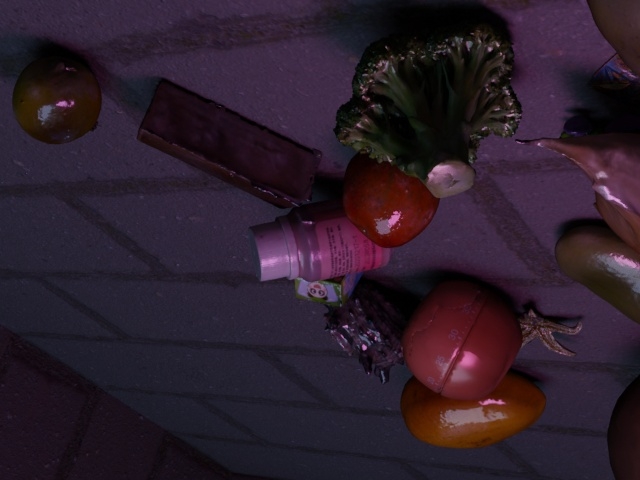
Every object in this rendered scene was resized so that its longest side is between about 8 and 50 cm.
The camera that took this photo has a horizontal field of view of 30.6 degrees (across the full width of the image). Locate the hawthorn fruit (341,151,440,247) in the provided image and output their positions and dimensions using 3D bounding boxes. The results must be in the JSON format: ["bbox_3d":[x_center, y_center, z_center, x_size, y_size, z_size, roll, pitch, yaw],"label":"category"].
[{"bbox_3d":[0.116,-0.072,1.933,0.172,0.173,0.173,15,156,7],"label":"hawthorn fruit"}]

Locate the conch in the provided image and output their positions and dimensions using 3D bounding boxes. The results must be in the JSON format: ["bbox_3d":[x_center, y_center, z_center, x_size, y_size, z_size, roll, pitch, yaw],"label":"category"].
[{"bbox_3d":[0.098,0.183,2.504,0.313,0.186,0.240,18,-169,-45],"label":"conch"}]

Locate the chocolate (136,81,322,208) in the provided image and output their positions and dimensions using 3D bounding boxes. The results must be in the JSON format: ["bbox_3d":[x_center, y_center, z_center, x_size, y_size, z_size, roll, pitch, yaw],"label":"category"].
[{"bbox_3d":[-0.163,-0.154,2.046,0.321,0.112,0.112,24,163,-13],"label":"chocolate"}]

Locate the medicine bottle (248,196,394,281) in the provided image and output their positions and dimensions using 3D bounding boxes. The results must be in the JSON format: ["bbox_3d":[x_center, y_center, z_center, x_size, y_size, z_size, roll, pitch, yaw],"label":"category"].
[{"bbox_3d":[0.000,0.000,2.096,0.247,0.147,0.147,-12,158,-11],"label":"medicine bottle"}]

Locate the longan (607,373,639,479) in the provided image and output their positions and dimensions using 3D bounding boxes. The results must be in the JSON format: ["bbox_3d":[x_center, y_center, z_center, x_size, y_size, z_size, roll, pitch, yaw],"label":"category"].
[{"bbox_3d":[0.754,0.395,2.246,0.404,0.405,0.336,22,-174,-7],"label":"longan"}]

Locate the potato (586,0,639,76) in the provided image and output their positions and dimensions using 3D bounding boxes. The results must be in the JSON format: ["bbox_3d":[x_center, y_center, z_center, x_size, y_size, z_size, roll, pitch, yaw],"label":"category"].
[{"bbox_3d":[0.441,-0.260,1.242,0.326,0.221,0.243,11,153,7],"label":"potato"}]

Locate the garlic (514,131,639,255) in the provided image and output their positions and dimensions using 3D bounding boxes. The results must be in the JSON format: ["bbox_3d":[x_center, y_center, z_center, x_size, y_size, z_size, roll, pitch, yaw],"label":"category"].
[{"bbox_3d":[0.427,-0.070,1.649,0.196,0.151,0.338,2,168,33],"label":"garlic"}]

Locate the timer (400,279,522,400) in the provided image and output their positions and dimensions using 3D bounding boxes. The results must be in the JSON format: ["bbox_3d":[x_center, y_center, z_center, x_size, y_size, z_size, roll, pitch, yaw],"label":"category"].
[{"bbox_3d":[0.278,0.197,2.321,0.215,0.230,0.230,32,157,7],"label":"timer"}]

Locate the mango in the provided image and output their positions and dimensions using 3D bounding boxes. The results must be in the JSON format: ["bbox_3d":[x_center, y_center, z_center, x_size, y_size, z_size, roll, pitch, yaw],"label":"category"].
[{"bbox_3d":[0.354,0.384,2.723,0.350,0.201,0.199,-8,171,32],"label":"mango"}]

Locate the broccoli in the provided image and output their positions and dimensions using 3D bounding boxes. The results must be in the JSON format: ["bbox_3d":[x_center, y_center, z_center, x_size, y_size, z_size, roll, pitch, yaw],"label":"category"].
[{"bbox_3d":[0.164,-0.171,1.598,0.254,0.269,0.269,12,158,-18],"label":"broccoli"}]

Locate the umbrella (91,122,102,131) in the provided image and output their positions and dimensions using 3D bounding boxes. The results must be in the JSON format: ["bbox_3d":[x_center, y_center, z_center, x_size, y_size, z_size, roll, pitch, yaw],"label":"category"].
[{"bbox_3d":[-0.451,-0.224,2.206,0.083,0.020,0.031,18,156,15],"label":"umbrella"}]

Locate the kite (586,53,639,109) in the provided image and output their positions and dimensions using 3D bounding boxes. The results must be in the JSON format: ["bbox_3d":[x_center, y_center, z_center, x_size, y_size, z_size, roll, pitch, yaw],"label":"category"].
[{"bbox_3d":[0.438,-0.214,1.598,0.160,0.010,0.183,1,150,34],"label":"kite"}]

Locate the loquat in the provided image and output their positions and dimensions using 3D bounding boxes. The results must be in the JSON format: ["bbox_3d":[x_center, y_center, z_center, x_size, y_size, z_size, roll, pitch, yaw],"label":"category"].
[{"bbox_3d":[-0.456,-0.238,2.024,0.152,0.152,0.195,21,143,-5],"label":"loquat"}]

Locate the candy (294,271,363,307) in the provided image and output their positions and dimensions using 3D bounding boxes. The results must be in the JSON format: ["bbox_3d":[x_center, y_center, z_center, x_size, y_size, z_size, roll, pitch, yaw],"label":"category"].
[{"bbox_3d":[0.030,0.042,2.210,0.097,0.194,0.062,11,128,18],"label":"candy"}]

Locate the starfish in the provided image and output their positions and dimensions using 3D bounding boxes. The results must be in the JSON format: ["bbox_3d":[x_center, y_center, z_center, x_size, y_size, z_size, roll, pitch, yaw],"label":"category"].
[{"bbox_3d":[0.452,0.192,2.390,0.176,0.053,0.208,37,150,-15],"label":"starfish"}]

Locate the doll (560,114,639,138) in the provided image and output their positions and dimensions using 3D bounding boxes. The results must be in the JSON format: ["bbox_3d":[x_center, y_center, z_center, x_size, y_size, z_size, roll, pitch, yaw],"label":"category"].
[{"bbox_3d":[0.439,-0.146,1.701,0.190,0.050,0.115,-4,156,33],"label":"doll"}]

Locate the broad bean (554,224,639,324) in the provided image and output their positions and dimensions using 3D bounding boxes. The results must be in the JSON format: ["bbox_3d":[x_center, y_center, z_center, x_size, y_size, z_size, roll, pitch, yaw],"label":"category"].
[{"bbox_3d":[0.528,0.056,2.010,0.263,0.121,0.189,34,161,2],"label":"broad bean"}]
